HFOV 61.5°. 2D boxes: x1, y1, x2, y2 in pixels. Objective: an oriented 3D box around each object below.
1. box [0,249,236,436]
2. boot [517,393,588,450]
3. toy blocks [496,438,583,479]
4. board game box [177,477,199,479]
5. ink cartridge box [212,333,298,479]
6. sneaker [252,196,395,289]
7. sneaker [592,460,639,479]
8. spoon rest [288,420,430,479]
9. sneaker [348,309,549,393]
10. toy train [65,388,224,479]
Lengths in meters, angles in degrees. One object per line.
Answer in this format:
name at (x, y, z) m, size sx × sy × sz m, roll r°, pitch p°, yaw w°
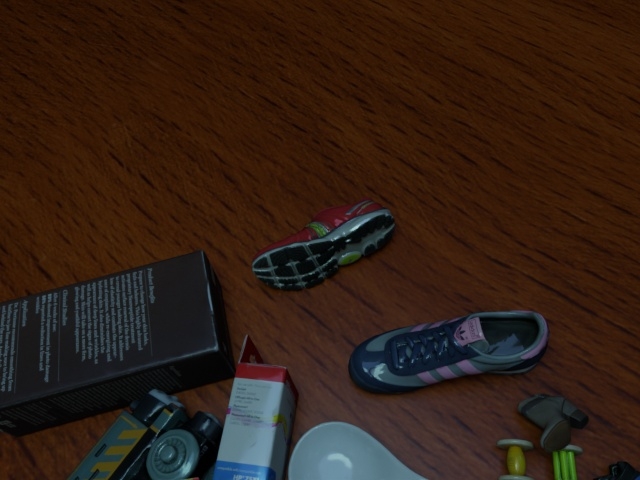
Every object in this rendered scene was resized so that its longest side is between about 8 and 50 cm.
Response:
box at (-0.350, 0.169, 0.896) m, size 0.382 × 0.143 × 0.191 m, roll -15°, pitch 57°, yaw -2°
boot at (0.331, 0.264, 0.797) m, size 0.118 × 0.042 × 0.087 m, roll -10°, pitch 12°, yaw -33°
toy blocks at (0.313, 0.364, 0.756) m, size 0.123 × 0.054 × 0.148 m, roll 3°, pitch 58°, yaw 8°
board game box at (-0.155, 0.379, 0.599) m, size 0.045 × 0.146 × 0.193 m, roll -1°, pitch 61°, yaw -17°
ink cartridge box at (-0.088, 0.272, 0.805) m, size 0.078 × 0.134 × 0.231 m, roll 4°, pitch 59°, yaw 9°
sneaker at (0.000, 0.000, 1.007) m, size 0.279 × 0.107 × 0.118 m, roll -21°, pitch 40°, yaw -11°
sneaker at (0.401, 0.373, 0.738) m, size 0.084 × 0.058 × 0.152 m, roll 41°, pitch 65°, yaw 20°
spoon rest at (0.087, 0.349, 0.771) m, size 0.276 × 0.084 × 0.137 m, roll 13°, pitch 60°, yaw 12°
sneaker at (0.199, 0.161, 0.849) m, size 0.319 × 0.131 × 0.112 m, roll -10°, pitch 58°, yaw -1°
toy train at (-0.287, 0.372, 0.767) m, size 0.190 × 0.142 × 0.334 m, roll 22°, pitch 62°, yaw 29°
